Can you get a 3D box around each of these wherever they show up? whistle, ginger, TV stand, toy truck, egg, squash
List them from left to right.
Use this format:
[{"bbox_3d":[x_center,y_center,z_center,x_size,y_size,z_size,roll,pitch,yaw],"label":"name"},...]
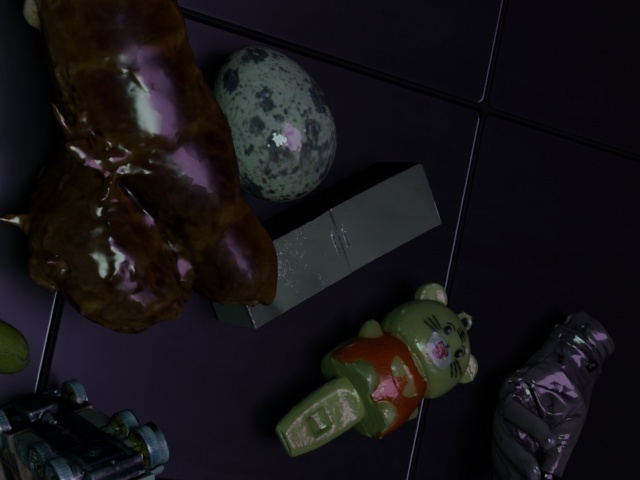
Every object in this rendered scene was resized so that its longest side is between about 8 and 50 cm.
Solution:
[{"bbox_3d":[-0.358,0.078,1.404,0.183,0.052,0.052,33,76,-28],"label":"squash"},{"bbox_3d":[-0.226,0.235,1.383,0.108,0.257,0.140,-19,111,-31],"label":"toy truck"},{"bbox_3d":[-0.206,-0.101,1.411,0.254,0.176,0.418,-19,100,-18],"label":"ginger"},{"bbox_3d":[-0.053,-0.125,1.537,0.132,0.132,0.172,-23,92,-30],"label":"egg"},{"bbox_3d":[0.000,0.000,1.610,0.269,0.088,0.082,-30,110,-29],"label":"TV stand"},{"bbox_3d":[0.070,0.156,1.659,0.288,0.106,0.131,-31,104,-28],"label":"whistle"}]

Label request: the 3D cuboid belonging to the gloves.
[{"bbox_3d":[0.281,0.218,1.804,0.142,0.119,0.285,51,53,-26],"label":"gloves"}]
